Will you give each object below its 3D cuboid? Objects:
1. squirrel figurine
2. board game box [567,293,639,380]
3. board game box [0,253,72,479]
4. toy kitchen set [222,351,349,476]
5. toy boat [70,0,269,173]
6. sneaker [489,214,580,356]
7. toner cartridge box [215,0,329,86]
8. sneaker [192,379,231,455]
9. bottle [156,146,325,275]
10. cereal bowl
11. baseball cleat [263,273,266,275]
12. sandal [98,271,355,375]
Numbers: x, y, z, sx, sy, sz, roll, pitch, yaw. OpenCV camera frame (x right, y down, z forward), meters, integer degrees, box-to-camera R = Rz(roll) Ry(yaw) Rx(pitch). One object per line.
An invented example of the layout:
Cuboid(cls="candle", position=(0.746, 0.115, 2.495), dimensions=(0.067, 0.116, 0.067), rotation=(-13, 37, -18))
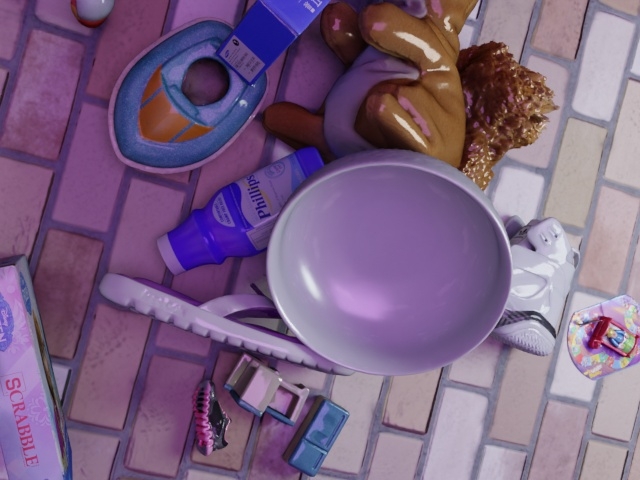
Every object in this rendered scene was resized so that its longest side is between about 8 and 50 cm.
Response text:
Cuboid(cls="squirrel figurine", position=(0.174, -0.265, 1.360), dimensions=(0.397, 0.281, 0.370), rotation=(30, 73, -28))
Cuboid(cls="board game box", position=(0.528, 0.177, 1.555), dimensions=(0.169, 0.033, 0.133), rotation=(-17, 96, -14))
Cuboid(cls="board game box", position=(-0.396, 0.183, 1.156), dimensions=(0.066, 0.319, 0.317), rotation=(-13, 96, -16))
Cuboid(cls="toy kitchen set", position=(-0.054, 0.280, 1.330), dimensions=(0.207, 0.166, 0.122), rotation=(32, 83, -14))
Cuboid(cls="toy boat", position=(-0.244, -0.254, 1.269), dimensions=(0.318, 0.148, 0.267), rotation=(44, 81, -13))
Cuboid(cls="sneaker", position=(0.271, 0.030, 1.432), dimensions=(0.366, 0.137, 0.210), rotation=(30, 83, -19))
Cuboid(cls="toner cartridge box", position=(-0.004, -0.388, 1.264), dimensions=(0.075, 0.165, 0.348), rotation=(43, 59, -12))
Cuboid(cls="sneaker", position=(-0.168, 0.278, 1.368), dimensions=(0.057, 0.047, 0.119), rotation=(-4, 95, -34))
Cuboid(cls="bottle", position=(-0.110, -0.037, 1.320), dimensions=(0.283, 0.092, 0.118), rotation=(-25, 57, 2))
Cuboid(cls="cereal bowl", position=(0.098, 0.020, 1.237), dimensions=(0.339, 0.141, 0.338), rotation=(3, 115, 6))
Cuboid(cls="baseball cleat", position=(0.000, 0.000, 1.384), dimensions=(0.109, 0.072, 0.205), rotation=(32, 84, -14))
Cuboid(cls="sandal", position=(-0.123, 0.110, 1.308), dimensions=(0.416, 0.169, 0.102), rotation=(20, 82, -14))
